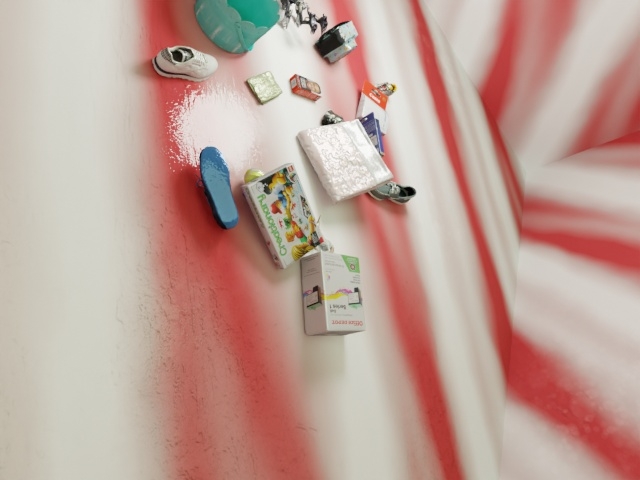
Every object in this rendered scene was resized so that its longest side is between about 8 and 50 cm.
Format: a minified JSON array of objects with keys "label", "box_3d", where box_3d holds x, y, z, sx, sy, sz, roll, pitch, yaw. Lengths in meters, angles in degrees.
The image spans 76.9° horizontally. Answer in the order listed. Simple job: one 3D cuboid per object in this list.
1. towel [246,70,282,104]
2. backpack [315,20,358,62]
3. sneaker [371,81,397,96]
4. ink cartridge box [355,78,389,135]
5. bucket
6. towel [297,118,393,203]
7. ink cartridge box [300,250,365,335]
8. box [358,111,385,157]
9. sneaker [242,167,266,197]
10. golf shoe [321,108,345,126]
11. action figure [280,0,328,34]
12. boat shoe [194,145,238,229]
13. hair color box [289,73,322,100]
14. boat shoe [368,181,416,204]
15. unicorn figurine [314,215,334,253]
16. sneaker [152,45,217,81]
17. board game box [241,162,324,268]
[{"label":"towel","box_3d":[-0.213,-0.597,1.569,0.110,0.027,0.148,57,44,-13]},{"label":"backpack","box_3d":[0.093,-0.948,1.913,0.144,0.166,0.188,49,50,-23]},{"label":"sneaker","box_3d":[0.326,-0.808,2.144,0.225,0.093,0.088,-26,94,-46]},{"label":"ink cartridge box","box_3d":[0.277,-0.670,2.028,0.189,0.066,0.232,23,79,-37]},{"label":"bucket","box_3d":[-0.303,-0.837,1.462,0.281,0.183,0.281,18,63,-39]},{"label":"towel","box_3d":[0.107,-0.340,1.668,0.317,0.053,0.331,-22,78,-28]},{"label":"ink cartridge box","box_3d":[0.046,0.195,1.446,0.201,0.117,0.278,11,67,-42]},{"label":"box","box_3d":[0.222,-0.469,1.872,0.037,0.136,0.225,7,69,-42]},{"label":"sneaker","box_3d":[-0.176,-0.144,1.401,0.240,0.091,0.126,30,73,-34]},{"label":"golf shoe","box_3d":[0.096,-0.513,1.809,0.198,0.077,0.093,34,52,-32]},{"label":"action figure","box_3d":[-0.107,-0.998,1.763,0.276,0.141,0.164,44,51,12]},{"label":"boat shoe","box_3d":[-0.330,-0.156,1.239,0.109,0.089,0.258,-7,84,-33]},{"label":"hair color box","box_3d":[-0.062,-0.656,1.732,0.141,0.043,0.071,1,73,-46]},{"label":"boat shoe","box_3d":[0.340,-0.249,1.931,0.320,0.099,0.116,11,67,-42]},{"label":"unicorn figurine","box_3d":[0.000,0.000,1.530,0.162,0.060,0.111,52,42,-40]},{"label":"sneaker","box_3d":[-0.419,-0.580,1.309,0.235,0.095,0.090,-30,95,-48]},{"label":"board game box","box_3d":[-0.120,-0.083,1.358,0.193,0.053,0.305,-35,114,-31]}]
